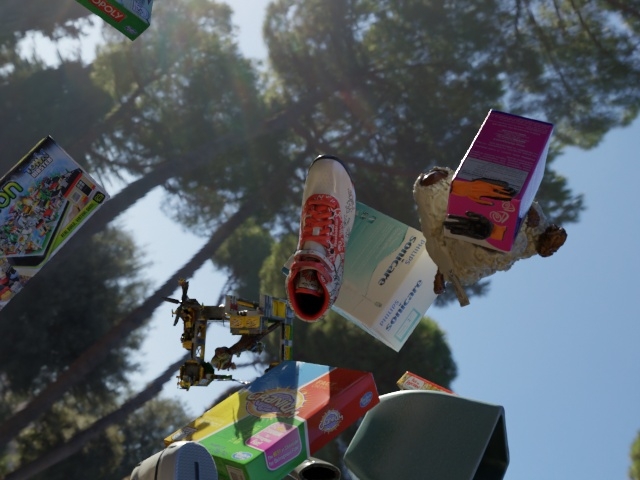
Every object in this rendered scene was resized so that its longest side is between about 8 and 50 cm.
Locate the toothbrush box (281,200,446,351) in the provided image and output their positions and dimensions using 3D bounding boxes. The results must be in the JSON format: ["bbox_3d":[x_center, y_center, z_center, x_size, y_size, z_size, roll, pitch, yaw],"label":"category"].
[{"bbox_3d":[0.096,0.058,1.632,0.295,0.216,0.126,28,-11,45],"label":"toothbrush box"}]

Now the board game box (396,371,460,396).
[{"bbox_3d":[0.285,0.403,1.881,0.193,0.045,0.147,15,-36,56],"label":"board game box"}]

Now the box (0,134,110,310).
[{"bbox_3d":[-0.383,-0.023,1.010,0.114,0.207,0.036,48,-24,-22],"label":"box"}]

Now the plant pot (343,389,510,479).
[{"bbox_3d":[0.191,0.427,1.491,0.252,0.248,0.247,16,-33,27],"label":"plant pot"}]

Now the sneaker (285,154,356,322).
[{"bbox_3d":[0.001,0.001,1.301,0.145,0.090,0.270,-55,152,-73],"label":"sneaker"}]

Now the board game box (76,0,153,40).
[{"bbox_3d":[-0.341,-0.473,1.185,0.046,0.213,0.317,-29,-133,31],"label":"board game box"}]

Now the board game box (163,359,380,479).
[{"bbox_3d":[-0.085,0.325,1.421,0.242,0.316,0.064,-1,-70,46],"label":"board game box"}]

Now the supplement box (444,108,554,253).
[{"bbox_3d":[0.286,-0.099,1.258,0.113,0.220,0.111,18,-44,20],"label":"supplement box"}]

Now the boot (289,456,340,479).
[{"bbox_3d":[-0.073,0.518,1.798,0.208,0.189,0.076,-168,-104,-73],"label":"boot"}]

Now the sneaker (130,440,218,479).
[{"bbox_3d":[-0.148,0.335,0.781,0.091,0.094,0.258,-27,-130,32],"label":"sneaker"}]

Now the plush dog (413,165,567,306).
[{"bbox_3d":[0.308,-0.009,1.412,0.262,0.225,0.211,-128,-151,-46],"label":"plush dog"}]

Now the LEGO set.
[{"bbox_3d":[-0.209,0.226,1.759,0.331,0.192,0.255,6,-98,22],"label":"LEGO set"}]

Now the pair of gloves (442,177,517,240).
[{"bbox_3d":[0.179,-0.036,0.892,0.010,0.074,0.083,-77,174,-52],"label":"pair of gloves"}]
